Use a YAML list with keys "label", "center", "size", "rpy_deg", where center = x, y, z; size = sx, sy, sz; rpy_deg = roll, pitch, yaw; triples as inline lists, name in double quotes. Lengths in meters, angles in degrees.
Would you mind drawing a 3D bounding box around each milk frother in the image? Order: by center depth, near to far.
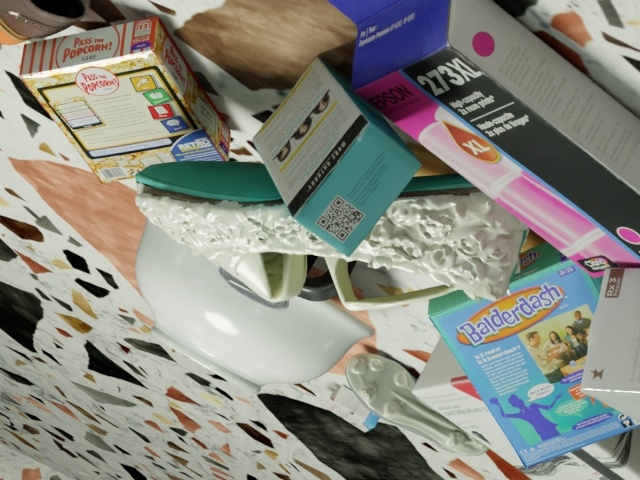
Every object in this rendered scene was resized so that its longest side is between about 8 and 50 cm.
- label: "milk frother"
  center: [-0.033, -0.019, 1.847]
  size: [0.129, 0.135, 0.143]
  rpy_deg: [12, 153, 38]

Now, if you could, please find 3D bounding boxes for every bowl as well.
- label: "bowl"
  center: [-0.098, 0.082, 2.056]
  size: [0.297, 0.134, 0.298]
  rpy_deg: [30, 176, 2]

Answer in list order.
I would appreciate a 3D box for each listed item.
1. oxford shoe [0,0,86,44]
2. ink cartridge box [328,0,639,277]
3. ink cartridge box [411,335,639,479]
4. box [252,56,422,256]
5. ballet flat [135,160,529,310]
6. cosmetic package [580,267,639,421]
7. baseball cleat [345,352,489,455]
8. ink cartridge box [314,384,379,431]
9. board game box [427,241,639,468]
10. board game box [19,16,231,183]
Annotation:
- label: "oxford shoe"
  center: [-0.318, -0.286, 1.708]
  size: [0.098, 0.097, 0.271]
  rpy_deg: [-4, 151, 29]
- label: "ink cartridge box"
  center: [0.153, -0.105, 1.507]
  size: [0.371, 0.069, 0.175]
  rpy_deg: [38, 159, -15]
- label: "ink cartridge box"
  center: [0.265, 0.182, 1.936]
  size: [0.273, 0.114, 0.197]
  rpy_deg: [35, 158, -15]
- label: "box"
  center: [0.009, -0.077, 1.557]
  size: [0.060, 0.100, 0.244]
  rpy_deg: [36, -171, -19]
- label: "ballet flat"
  center: [0.000, 0.000, 1.709]
  size: [0.408, 0.147, 0.147]
  rpy_deg: [3, 149, 27]
- label: "cosmetic package"
  center: [0.333, 0.114, 1.605]
  size: [0.085, 0.117, 0.231]
  rpy_deg: [-1, 160, 43]
- label: "baseball cleat"
  center: [0.115, 0.213, 2.278]
  size: [0.206, 0.072, 0.109]
  rpy_deg: [34, 166, 1]
- label: "ink cartridge box"
  center: [0.038, 0.222, 2.460]
  size: [0.083, 0.028, 0.048]
  rpy_deg: [32, 159, -6]
- label: "board game box"
  center: [0.220, 0.107, 1.744]
  size: [0.160, 0.047, 0.210]
  rpy_deg: [-23, 119, 19]
- label: "board game box"
  center: [-0.193, -0.136, 1.834]
  size: [0.146, 0.045, 0.193]
  rpy_deg: [-9, 145, 17]
